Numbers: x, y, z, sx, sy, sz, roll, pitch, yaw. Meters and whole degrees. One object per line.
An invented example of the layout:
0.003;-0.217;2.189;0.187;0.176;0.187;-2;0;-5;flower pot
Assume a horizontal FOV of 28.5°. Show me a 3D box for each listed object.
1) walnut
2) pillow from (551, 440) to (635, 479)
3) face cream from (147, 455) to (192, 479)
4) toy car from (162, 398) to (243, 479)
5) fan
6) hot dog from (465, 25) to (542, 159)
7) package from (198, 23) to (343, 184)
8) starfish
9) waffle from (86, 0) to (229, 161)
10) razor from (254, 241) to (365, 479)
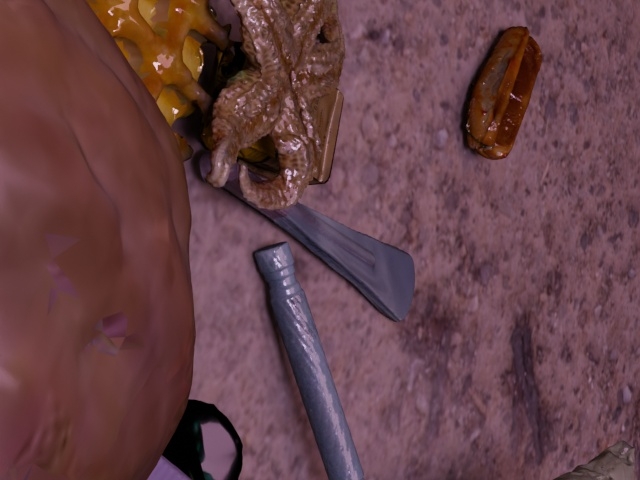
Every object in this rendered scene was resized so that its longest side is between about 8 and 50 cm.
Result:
-0.207;-0.010;0.397;0.306;0.306;0.344;-60;139;-35;walnut
0.136;0.306;0.970;0.274;0.076;0.280;-10;126;-52;pillow
-0.100;0.226;0.502;0.274;0.154;0.096;-54;171;4;face cream
-0.089;0.247;0.643;0.213;0.177;0.358;-128;-158;-77;toy car
0.000;0.000;0.898;0.282;0.023;0.057;30;67;-54;fan
0.160;-0.134;1.113;0.062;0.038;0.144;50;50;-38;hot dog
-0.041;-0.086;0.825;0.131;0.047;0.071;22;75;-50;package
-0.020;-0.102;0.761;0.150;0.053;0.209;64;37;-30;starfish
-0.161;-0.147;0.646;0.329;0.062;0.329;-3;93;-53;waffle
0.004;0.112;0.869;0.068;0.106;0.231;-26;101;-52;razor
